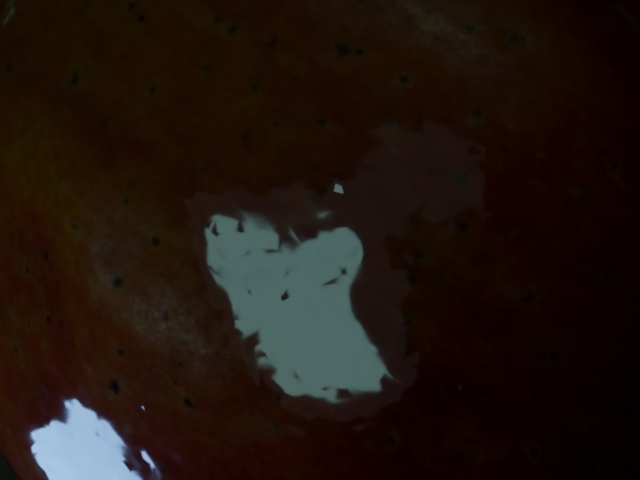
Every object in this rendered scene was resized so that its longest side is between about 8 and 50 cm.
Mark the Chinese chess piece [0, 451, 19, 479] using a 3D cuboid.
[{"bbox_3d":[-0.269,0.155,0.847,0.270,0.112,0.270,-1,87,22],"label":"Chinese chess piece"}]

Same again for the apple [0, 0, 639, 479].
[{"bbox_3d":[0.000,0.000,0.747,0.365,0.295,0.329,40,64,17],"label":"apple"}]
